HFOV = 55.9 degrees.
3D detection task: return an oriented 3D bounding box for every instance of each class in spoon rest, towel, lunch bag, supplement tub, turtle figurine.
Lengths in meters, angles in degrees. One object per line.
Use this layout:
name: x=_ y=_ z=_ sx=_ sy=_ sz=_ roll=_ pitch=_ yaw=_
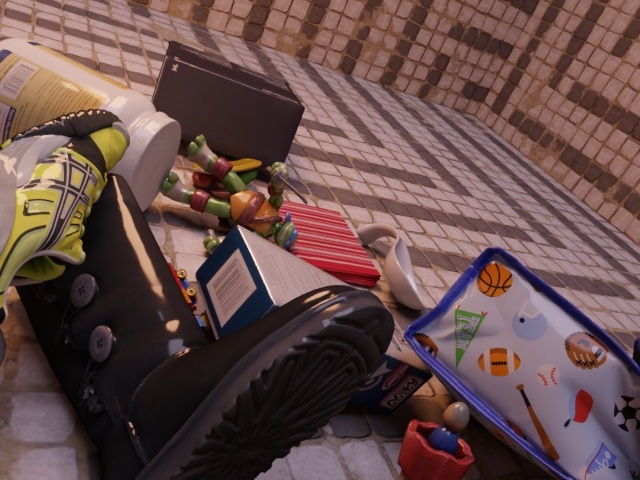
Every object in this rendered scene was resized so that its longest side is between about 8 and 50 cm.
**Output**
spoon rest: x=0.161 y=0.043 z=1.297 sx=0.137 sy=0.084 sz=0.276 roll=53 pitch=5 yaw=-37
towel: x=0.000 y=0.000 z=1.319 sx=0.199 sy=0.031 sz=0.275 roll=11 pitch=29 yaw=-28
lunch bag: x=0.358 y=0.224 z=0.888 sx=0.385 sy=0.239 sz=0.328 roll=45 pitch=3 yaw=30
supplement tub: x=-0.434 y=-0.193 z=1.069 sx=0.316 sy=0.228 sz=0.228 roll=26 pitch=26 yaw=1
turtle figurine: x=-0.157 y=-0.076 z=1.127 sx=0.266 sy=0.197 sz=0.274 roll=32 pitch=24 yaw=1

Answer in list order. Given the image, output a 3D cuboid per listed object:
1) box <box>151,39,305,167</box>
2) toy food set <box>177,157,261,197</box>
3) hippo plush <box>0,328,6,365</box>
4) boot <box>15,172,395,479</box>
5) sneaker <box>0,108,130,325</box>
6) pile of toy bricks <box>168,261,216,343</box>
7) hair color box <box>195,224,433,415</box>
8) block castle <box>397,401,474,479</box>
box: x=-0.247 y=-0.349 z=1.535 sx=0.343 sy=0.178 sz=0.312 roll=16 pitch=19 yaw=-17
toy food set: x=-0.219 y=-0.139 z=1.353 sx=0.128 sy=0.071 sz=0.218 roll=9 pitch=17 yaw=24
hippo plush: x=-0.422 y=0.098 z=0.543 sx=0.237 sy=0.234 sz=0.294 roll=19 pitch=27 yaw=-12
boot: x=-0.175 y=0.065 z=0.709 sx=0.445 sy=0.367 sz=0.146 roll=50 pitch=4 yaw=41
sneaker: x=-0.317 y=-0.034 z=0.656 sx=0.147 sy=0.145 sz=0.384 roll=59 pitch=25 yaw=-17
pile of toy bricks: x=-0.195 y=0.147 z=0.827 sx=0.105 sy=0.118 sz=0.212 roll=-24 pitch=65 yaw=-21
hair color box: x=-0.003 y=0.127 z=0.883 sx=0.347 sy=0.105 sz=0.174 roll=30 pitch=19 yaw=-39
block castle: x=0.160 y=0.318 z=0.512 sx=0.303 sy=0.212 sz=0.453 roll=25 pitch=6 yaw=18
